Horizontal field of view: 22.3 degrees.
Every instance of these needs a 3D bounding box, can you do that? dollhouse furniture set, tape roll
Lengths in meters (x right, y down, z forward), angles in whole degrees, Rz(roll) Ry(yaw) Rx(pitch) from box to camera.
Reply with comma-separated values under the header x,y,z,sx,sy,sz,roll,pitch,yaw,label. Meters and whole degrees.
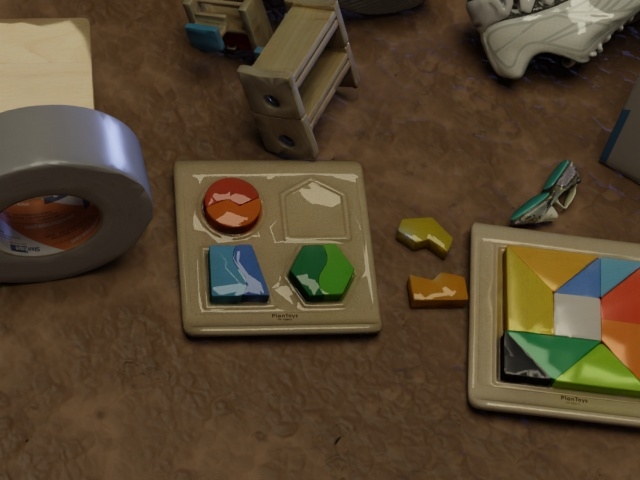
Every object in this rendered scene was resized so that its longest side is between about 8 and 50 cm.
x,y,z,sx,sy,sz,roll,pitch,yaw,label
-0.073,-0.191,1.826,0.184,0.129,0.129,11,53,27,dollhouse furniture set
-0.280,-0.042,1.616,0.219,0.219,0.072,-7,59,-14,tape roll

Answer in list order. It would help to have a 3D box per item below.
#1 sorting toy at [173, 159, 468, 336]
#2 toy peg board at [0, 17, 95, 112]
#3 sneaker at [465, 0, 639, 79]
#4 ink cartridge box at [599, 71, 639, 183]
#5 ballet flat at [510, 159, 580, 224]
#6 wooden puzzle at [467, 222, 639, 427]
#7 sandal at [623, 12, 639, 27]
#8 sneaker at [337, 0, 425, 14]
x,y,z,sx,sy,sz,roll,pitch,yaw,label
0.000,0.000,1.745,0.307,0.041,0.229,-1,58,-10,sorting toy
-0.331,-0.154,1.778,0.161,0.079,0.160,-3,74,-11,toy peg board
0.322,-0.276,1.924,0.292,0.110,0.118,-18,98,-3,sneaker
0.485,-0.188,1.862,0.197,0.198,0.270,30,56,11,ink cartridge box
0.259,-0.044,1.825,0.041,0.041,0.114,37,59,14,ballet flat
0.269,0.085,1.737,0.221,0.044,0.238,7,56,-5,wooden puzzle
0.331,-0.299,1.994,0.180,0.049,0.072,-5,58,-14,sandal
0.018,-0.363,1.891,0.282,0.102,0.161,8,61,-39,sneaker
